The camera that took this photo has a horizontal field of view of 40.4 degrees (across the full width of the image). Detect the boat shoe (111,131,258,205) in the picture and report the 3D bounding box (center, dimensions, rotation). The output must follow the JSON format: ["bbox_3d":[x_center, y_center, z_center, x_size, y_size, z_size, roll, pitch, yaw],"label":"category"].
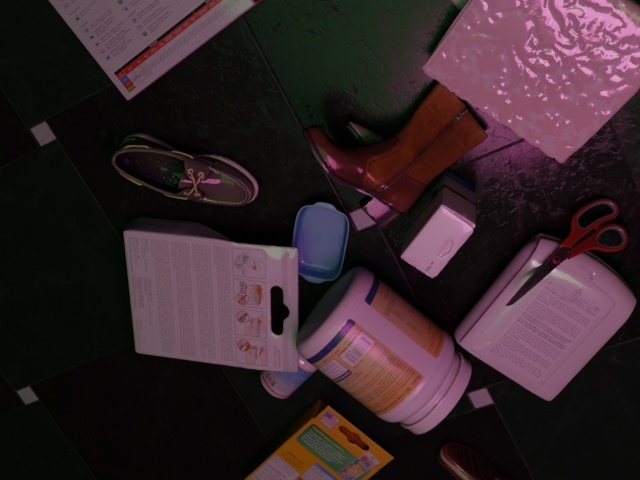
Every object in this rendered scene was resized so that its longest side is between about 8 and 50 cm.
[{"bbox_3d":[-0.280,-0.132,1.790,0.305,0.091,0.109,19,117,2],"label":"boat shoe"}]

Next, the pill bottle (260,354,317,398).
[{"bbox_3d":[-0.056,0.275,1.939,0.087,0.087,0.160,40,116,-8],"label":"pill bottle"}]

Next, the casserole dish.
[{"bbox_3d":[0.000,0.000,1.828,0.114,0.037,0.188,12,117,5],"label":"casserole dish"}]

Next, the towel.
[{"bbox_3d":[0.394,-0.329,1.514,0.331,0.053,0.317,33,131,-6],"label":"towel"}]

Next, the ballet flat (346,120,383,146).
[{"bbox_3d":[0.113,-0.176,1.722,0.052,0.057,0.168,-37,109,-6],"label":"ballet flat"}]

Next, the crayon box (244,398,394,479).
[{"bbox_3d":[-0.001,0.516,2.044,0.203,0.083,0.323,40,117,-8],"label":"crayon box"}]

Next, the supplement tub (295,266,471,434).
[{"bbox_3d":[0.132,0.231,1.801,0.316,0.228,0.228,39,116,-8],"label":"supplement tub"}]

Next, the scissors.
[{"bbox_3d":[0.457,0.018,1.664,0.297,0.021,0.109,-26,82,-9],"label":"scissors"}]

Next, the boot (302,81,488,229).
[{"bbox_3d":[0.139,-0.196,1.635,0.280,0.096,0.264,-44,102,8],"label":"boot"}]

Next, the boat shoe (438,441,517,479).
[{"bbox_3d":[0.362,0.562,1.989,0.257,0.095,0.095,36,122,-7],"label":"boat shoe"}]

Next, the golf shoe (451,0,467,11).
[{"bbox_3d":[0.244,-0.532,1.472,0.115,0.140,0.306,-2,116,11],"label":"golf shoe"}]

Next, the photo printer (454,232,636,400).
[{"bbox_3d":[0.460,0.148,1.765,0.256,0.107,0.308,32,116,-4],"label":"photo printer"}]

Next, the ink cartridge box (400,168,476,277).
[{"bbox_3d":[0.230,-0.037,1.677,0.082,0.191,0.140,34,116,-5],"label":"ink cartridge box"}]

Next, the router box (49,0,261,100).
[{"bbox_3d":[-0.327,-0.482,1.640,0.335,0.082,0.301,-30,106,22],"label":"router box"}]

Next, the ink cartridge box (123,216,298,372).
[{"bbox_3d":[-0.226,0.118,1.892,0.384,0.091,0.308,5,115,11],"label":"ink cartridge box"}]
